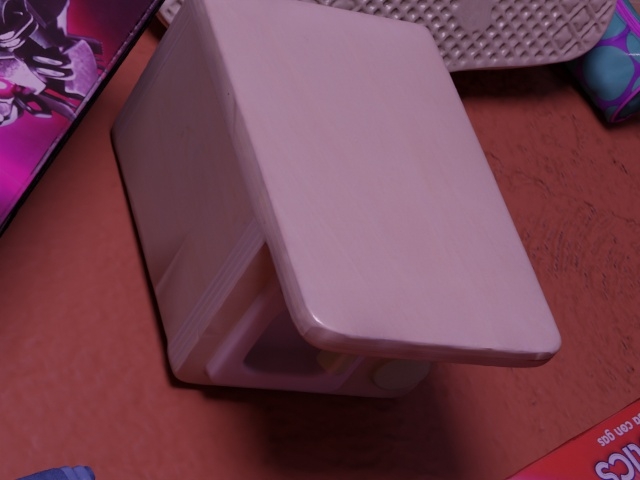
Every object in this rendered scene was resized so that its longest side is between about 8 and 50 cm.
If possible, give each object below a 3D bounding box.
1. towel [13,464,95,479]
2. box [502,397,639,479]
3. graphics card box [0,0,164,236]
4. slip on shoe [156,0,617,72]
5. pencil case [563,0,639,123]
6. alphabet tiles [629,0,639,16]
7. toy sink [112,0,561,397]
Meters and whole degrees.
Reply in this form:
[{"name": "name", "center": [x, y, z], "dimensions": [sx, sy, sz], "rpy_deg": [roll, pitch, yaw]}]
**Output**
[{"name": "towel", "center": [-0.142, 0.143, 0.846], "dimensions": [0.119, 0.029, 0.067], "rpy_deg": [-13, 63, -43]}, {"name": "box", "center": [0.150, 0.166, 0.961], "dimensions": [0.257, 0.128, 0.123], "rpy_deg": [-22, 70, -45]}, {"name": "graphics card box", "center": [-0.229, -0.083, 0.858], "dimensions": [0.232, 0.094, 0.371], "rpy_deg": [36, 40, -8]}, {"name": "slip on shoe", "center": [0.033, -0.163, 1.190], "dimensions": [0.331, 0.123, 0.101], "rpy_deg": [-4, 25, -32]}, {"name": "pencil case", "center": [0.187, -0.156, 1.307], "dimensions": [0.064, 0.070, 0.152], "rpy_deg": [-15, 66, -43]}, {"name": "alphabet tiles", "center": [0.280, -0.242, 1.493], "dimensions": [0.342, 0.011, 0.285], "rpy_deg": [0, 56, -36]}, {"name": "toy sink", "center": [0.000, 0.000, 0.996], "dimensions": [0.152, 0.131, 0.234], "rpy_deg": [6, 47, -32]}]
